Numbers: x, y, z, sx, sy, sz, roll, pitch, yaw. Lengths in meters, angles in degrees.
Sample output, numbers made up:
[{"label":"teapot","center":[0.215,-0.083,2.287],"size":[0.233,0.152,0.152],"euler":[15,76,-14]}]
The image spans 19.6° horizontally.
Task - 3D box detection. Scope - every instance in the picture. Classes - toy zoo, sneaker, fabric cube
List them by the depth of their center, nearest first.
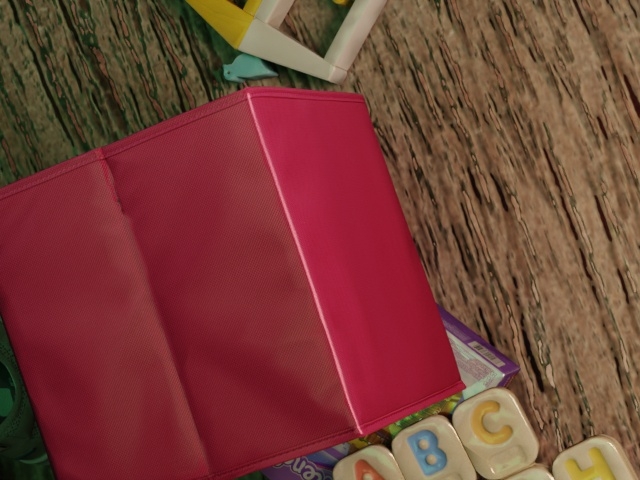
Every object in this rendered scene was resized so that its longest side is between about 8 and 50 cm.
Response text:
[{"label":"fabric cube","center":[-0.075,0.047,1.426],"size":[0.259,0.254,0.258],"euler":[-20,87,20]},{"label":"toy zoo","center":[-0.012,-0.271,1.637],"size":[0.192,0.030,0.293],"euler":[34,100,24]},{"label":"sneaker","center":[-0.311,0.074,1.704],"size":[0.105,0.115,0.281],"euler":[-35,72,19]}]

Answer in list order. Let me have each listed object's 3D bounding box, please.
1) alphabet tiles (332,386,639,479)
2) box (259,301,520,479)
[{"label":"alphabet tiles","center":[0.139,0.271,1.489],"size":[0.284,0.021,0.278],"euler":[-27,88,18]},{"label":"box","center":[-0.006,0.101,1.568],"size":[0.293,0.057,0.201],"euler":[38,105,15]}]
